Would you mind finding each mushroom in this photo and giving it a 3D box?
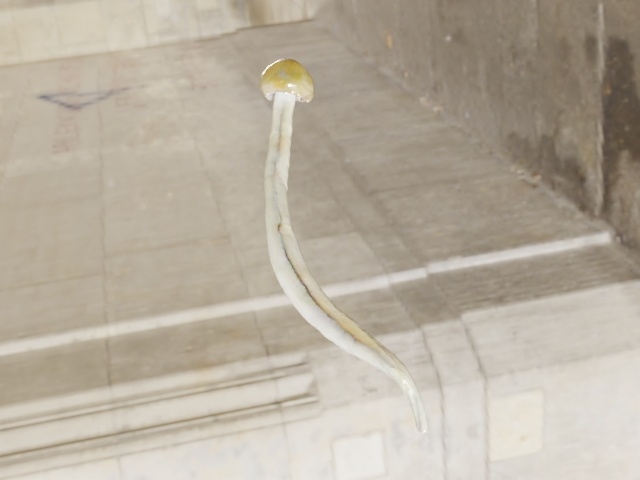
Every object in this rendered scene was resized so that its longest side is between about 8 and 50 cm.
[{"bbox_3d":[-0.001,-0.001,0.694,0.043,0.068,0.306,34,-145,-59],"label":"mushroom"}]
